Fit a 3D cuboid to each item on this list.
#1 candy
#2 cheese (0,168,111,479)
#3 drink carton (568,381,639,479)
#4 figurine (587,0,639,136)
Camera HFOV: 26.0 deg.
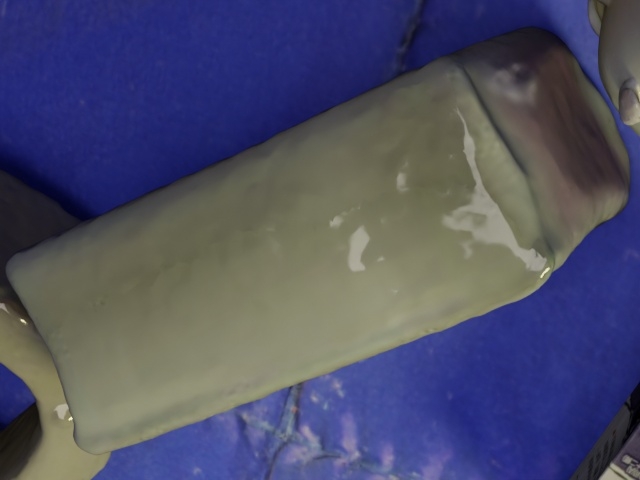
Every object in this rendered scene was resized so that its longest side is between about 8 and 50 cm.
[{"bbox_3d":[0.000,-0.002,0.876,0.359,0.208,0.145,-23,92,25],"label":"candy"},{"bbox_3d":[-0.300,0.089,1.017,0.332,0.153,0.292,22,117,1],"label":"cheese"},{"bbox_3d":[0.220,0.160,0.888,0.102,0.134,0.222,33,115,6],"label":"drink carton"},{"bbox_3d":[0.203,-0.236,0.728,0.227,0.274,0.394,-24,79,-18],"label":"figurine"}]
